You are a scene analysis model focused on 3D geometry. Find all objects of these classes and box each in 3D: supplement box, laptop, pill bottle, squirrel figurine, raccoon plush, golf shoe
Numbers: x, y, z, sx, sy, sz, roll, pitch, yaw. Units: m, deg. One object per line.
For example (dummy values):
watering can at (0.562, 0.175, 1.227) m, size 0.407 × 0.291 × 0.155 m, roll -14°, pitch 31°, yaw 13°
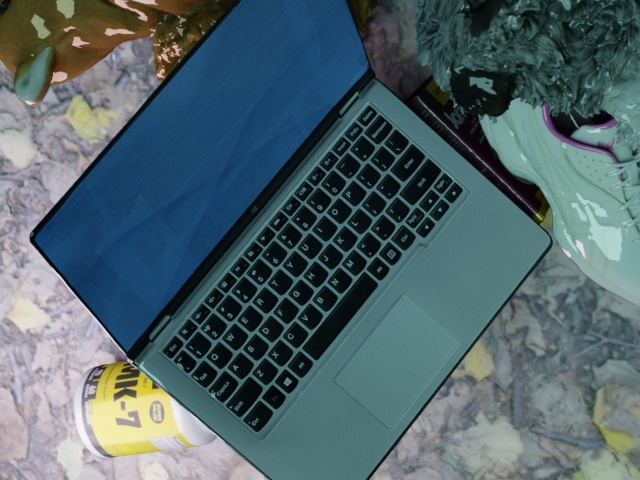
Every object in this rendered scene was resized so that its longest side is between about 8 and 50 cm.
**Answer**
supplement box at (0.159, -0.083, 1.704) m, size 0.188 × 0.104 × 0.081 m, roll 44°, pitch 121°, yaw -4°
laptop at (0.000, 0.000, 1.473) m, size 0.408 × 0.382 × 0.236 m, roll 41°, pitch 167°, yaw -7°
pill bottle at (-0.190, 0.201, 1.971) m, size 0.208 × 0.119 × 0.119 m, roll -11°, pitch 110°, yaw 25°
squirrel figurine at (-0.155, -0.262, 1.619) m, size 0.397 × 0.281 × 0.370 m, roll 42°, pitch 111°, yaw -14°
raccoon plush at (0.253, -0.242, 1.486) m, size 0.299 × 0.446 × 0.216 m, roll 17°, pitch 123°, yaw -22°
golf shoe at (0.287, -0.058, 1.601) m, size 0.306 × 0.115 × 0.140 m, roll 49°, pitch 155°, yaw -2°
